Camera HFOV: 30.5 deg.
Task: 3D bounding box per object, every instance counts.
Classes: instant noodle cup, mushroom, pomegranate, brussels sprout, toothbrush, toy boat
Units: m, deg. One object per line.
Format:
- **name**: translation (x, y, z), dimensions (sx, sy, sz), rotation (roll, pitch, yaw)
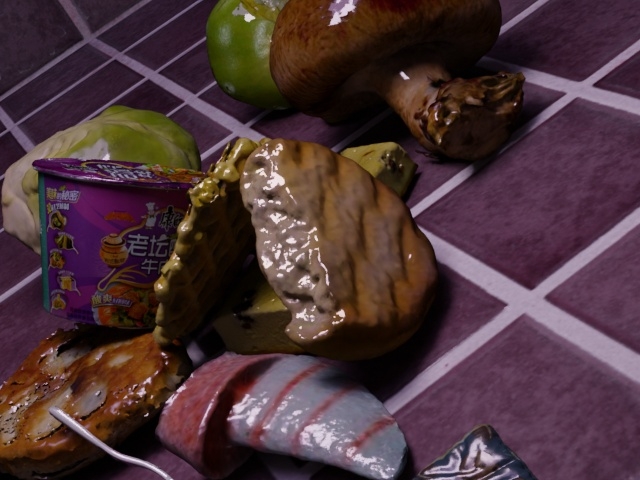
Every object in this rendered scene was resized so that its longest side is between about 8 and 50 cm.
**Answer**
- **instant noodle cup**: translation (-0.256, 0.002, 1.525), dimensions (0.251, 0.190, 0.251), rotation (6, 8, -1)
- **mushroom**: translation (0.124, -0.251, 1.671), dimensions (0.331, 0.356, 0.334), rotation (-37, -4, -33)
- **pomegranate**: translation (-0.062, -0.322, 1.949), dimensions (0.236, 0.236, 0.302), rotation (-37, 29, -11)
- **brussels sprout**: translation (-0.324, -0.071, 1.759), dimensions (0.316, 0.243, 0.274), rotation (-22, 44, -10)
- **toothbrush**: translation (-0.227, 0.233, 1.304), dimensions (0.204, 0.017, 0.022), rotation (27, 69, 26)
- **toy boat**: translation (-0.014, 0.184, 1.202), dimensions (0.282, 0.096, 0.206), rotation (5, 28, 40)

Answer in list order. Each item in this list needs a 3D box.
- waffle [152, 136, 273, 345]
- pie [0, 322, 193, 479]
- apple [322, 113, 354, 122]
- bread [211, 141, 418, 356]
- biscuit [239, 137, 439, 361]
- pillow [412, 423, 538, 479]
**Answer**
- **waffle**: translation (-0.120, -0.003, 1.425), dimensions (0.051, 0.291, 0.291), rotation (26, 52, 15)
- **pie**: translation (-0.294, 0.193, 1.461), dimensions (0.308, 0.085, 0.308), rotation (-23, 29, 14)
- **apple**: translation (0.026, -0.230, 1.868), dimensions (0.089, 0.074, 0.090), rotation (-45, 24, 25)
- **bread**: translation (0.000, 0.001, 1.495), dimensions (0.138, 0.077, 0.361), rotation (-10, 33, 35)
- **biscuit**: translation (0.026, 0.016, 1.306), dimensions (0.091, 0.213, 0.274), rotation (-51, 42, 37)
- **pillow**: translation (0.081, 0.273, 1.003), dimensions (0.255, 0.034, 0.189), rotation (-31, 28, -3)
